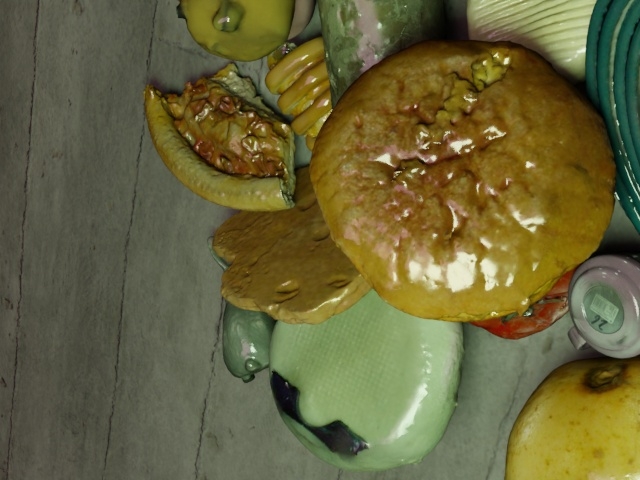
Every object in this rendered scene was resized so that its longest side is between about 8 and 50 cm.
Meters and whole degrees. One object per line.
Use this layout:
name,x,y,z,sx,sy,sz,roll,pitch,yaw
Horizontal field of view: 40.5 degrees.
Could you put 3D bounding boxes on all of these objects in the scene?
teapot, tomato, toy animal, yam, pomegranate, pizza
teapot,0.360,0.077,0.985,0.116,0.146,0.148,35,127,43
tomato,0.224,0.029,1.057,0.187,0.187,0.151,-42,46,34
toy animal,-0.096,-0.317,1.132,0.169,0.281,0.195,29,118,3
yam,0.084,-0.224,1.090,0.161,0.161,0.268,1,103,34
pomegranate,0.351,0.262,0.969,0.307,0.307,0.307,9,107,32
pizza,-0.149,-0.157,1.281,0.182,0.074,0.365,-50,55,9
toy animal,-0.108,0.097,1.339,0.108,0.138,0.236,-12,81,6

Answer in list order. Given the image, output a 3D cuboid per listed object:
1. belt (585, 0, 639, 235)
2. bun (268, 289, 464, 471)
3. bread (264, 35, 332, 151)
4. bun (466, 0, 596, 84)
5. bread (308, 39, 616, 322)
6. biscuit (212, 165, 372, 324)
belt,0.430,-0.095,0.821,0.300,0.173,0.436,-9,106,65
bun,0.080,0.169,1.187,0.293,0.187,0.293,-9,73,30
bread,-0.004,-0.201,1.206,0.119,0.084,0.177,-33,87,36
bun,0.271,-0.274,0.978,0.222,0.127,0.222,0,91,35
bread,0.149,-0.064,0.918,0.312,0.172,0.312,-3,78,13
biscuit,0.002,0.003,1.165,0.376,0.269,0.051,2,139,37
